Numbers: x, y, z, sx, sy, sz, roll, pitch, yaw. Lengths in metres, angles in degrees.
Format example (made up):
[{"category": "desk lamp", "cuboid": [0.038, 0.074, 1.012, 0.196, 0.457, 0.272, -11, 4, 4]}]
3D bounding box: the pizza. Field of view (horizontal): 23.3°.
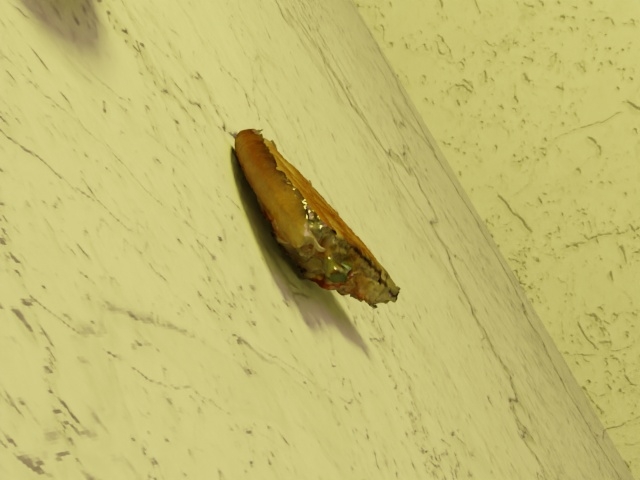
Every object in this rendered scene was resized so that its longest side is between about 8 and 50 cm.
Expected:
[{"category": "pizza", "cuboid": [0.000, 0.000, 1.263, 0.195, 0.052, 0.185, 45, 10, -36]}]
